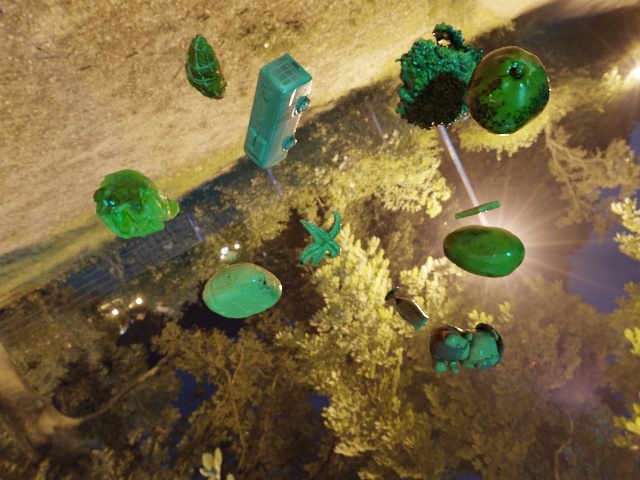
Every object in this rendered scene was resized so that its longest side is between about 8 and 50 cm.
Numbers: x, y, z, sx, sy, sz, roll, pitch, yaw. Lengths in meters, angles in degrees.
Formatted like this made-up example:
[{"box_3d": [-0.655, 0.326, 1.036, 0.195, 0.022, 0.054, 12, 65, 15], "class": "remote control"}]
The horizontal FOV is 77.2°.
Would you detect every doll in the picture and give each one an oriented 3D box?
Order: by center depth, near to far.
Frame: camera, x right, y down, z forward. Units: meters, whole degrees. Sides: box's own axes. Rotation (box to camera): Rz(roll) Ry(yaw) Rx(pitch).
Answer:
[{"box_3d": [0.500, 0.363, 1.351, 0.255, 0.152, 0.196, 6, 150, -12], "class": "doll"}]

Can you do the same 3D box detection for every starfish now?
[{"box_3d": [0.001, 0.001, 1.405, 0.215, 0.071, 0.238, 16, 114, -45], "class": "starfish"}]

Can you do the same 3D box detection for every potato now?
[{"box_3d": [0.642, 0.041, 1.590, 0.304, 0.216, 0.216, 6, -158, 25], "class": "potato"}]

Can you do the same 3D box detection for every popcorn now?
[{"box_3d": [-0.716, -0.131, 1.539, 0.292, 0.293, 0.237, -30, 172, -21], "class": "popcorn"}]

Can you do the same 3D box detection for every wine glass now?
[{"box_3d": [0.391, 0.310, 1.825, 0.092, 0.202, 0.093, -32, 147, -24], "class": "wine glass"}]

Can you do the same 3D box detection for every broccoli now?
[{"box_3d": [0.406, -0.565, 1.402, 0.334, 0.272, 0.324, -18, 163, -9], "class": "broccoli"}]

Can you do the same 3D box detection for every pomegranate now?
[{"box_3d": [0.490, -0.408, 1.126, 0.222, 0.203, 0.276, -62, -156, -4], "class": "pomegranate"}]

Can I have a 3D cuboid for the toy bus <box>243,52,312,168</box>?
[{"box_3d": [-0.095, -0.258, 0.841, 0.109, 0.091, 0.262, -40, 170, -31], "class": "toy bus"}]

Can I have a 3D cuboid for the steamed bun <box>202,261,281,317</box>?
[{"box_3d": [-0.288, 0.168, 1.480, 0.272, 0.166, 0.232, -24, 144, 18], "class": "steamed bun"}]

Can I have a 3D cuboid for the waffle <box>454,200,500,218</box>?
[{"box_3d": [0.449, -0.087, 1.127, 0.135, 0.021, 0.092, -18, 180, -36], "class": "waffle"}]

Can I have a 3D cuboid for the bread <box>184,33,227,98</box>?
[{"box_3d": [-0.308, -0.440, 1.060, 0.076, 0.104, 0.233, -60, 175, -15], "class": "bread"}]
